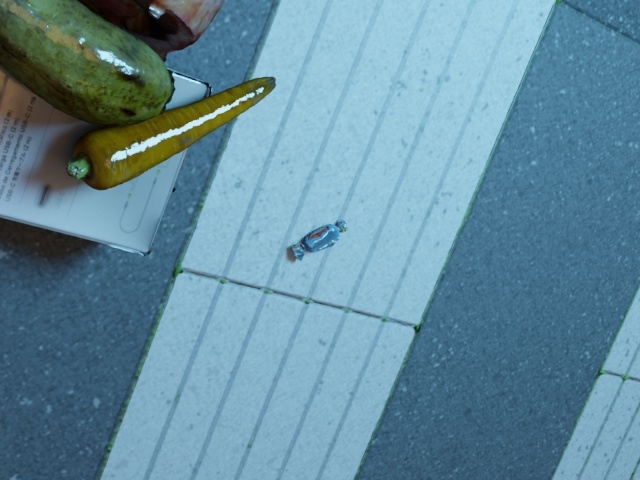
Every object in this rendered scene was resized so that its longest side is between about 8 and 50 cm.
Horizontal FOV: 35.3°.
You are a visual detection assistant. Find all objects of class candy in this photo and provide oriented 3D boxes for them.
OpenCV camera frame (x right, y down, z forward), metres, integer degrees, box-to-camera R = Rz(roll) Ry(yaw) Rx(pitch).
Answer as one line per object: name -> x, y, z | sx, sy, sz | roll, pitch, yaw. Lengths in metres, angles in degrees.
candy -> 0.000, 0.001, 1.318 | 0.083, 0.020, 0.030 | -27, 120, -20

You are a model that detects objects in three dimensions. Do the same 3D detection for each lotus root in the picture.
lotus root -> -0.250, -0.182, 0.936 | 0.258, 0.110, 0.097 | 32, 52, -30

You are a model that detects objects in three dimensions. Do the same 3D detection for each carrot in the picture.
carrot -> -0.153, -0.118, 1.050 | 0.257, 0.061, 0.061 | -29, 121, -29

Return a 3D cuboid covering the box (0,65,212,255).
box -> -0.270, -0.116, 1.067 | 0.252, 0.106, 0.203 | 16, 100, -34

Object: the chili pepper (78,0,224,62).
chili pepper -> -0.161, -0.356, 0.957 | 0.305, 0.251, 0.229 | -56, 163, 0
